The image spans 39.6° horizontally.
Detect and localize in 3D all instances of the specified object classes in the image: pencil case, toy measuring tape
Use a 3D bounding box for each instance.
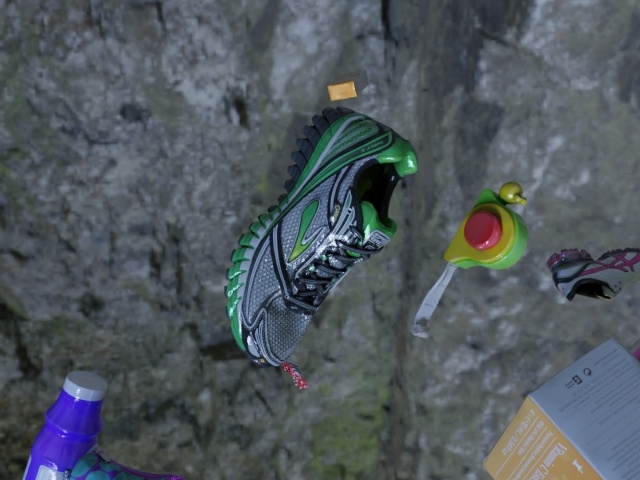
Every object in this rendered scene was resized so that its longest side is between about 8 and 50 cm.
[{"bbox_3d":[-0.221,0.287,1.024,0.064,0.152,0.070,1,-85,-59],"label":"pencil case"},{"bbox_3d":[0.280,0.048,1.586,0.330,0.121,0.121,-62,14,7],"label":"toy measuring tape"}]

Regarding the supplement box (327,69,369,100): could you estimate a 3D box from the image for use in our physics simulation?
[{"bbox_3d":[0.061,-0.339,1.940,0.098,0.062,0.036,-53,-49,-59],"label":"supplement box"}]

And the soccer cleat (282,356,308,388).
[{"bbox_3d":[-0.054,0.302,2.027,0.029,0.083,0.035,-34,11,43],"label":"soccer cleat"}]

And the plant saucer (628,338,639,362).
[{"bbox_3d":[0.739,0.287,1.850,0.332,0.084,0.332,-42,21,20],"label":"plant saucer"}]

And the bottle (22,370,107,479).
[{"bbox_3d":[-0.413,0.348,1.422,0.118,0.092,0.283,-40,-30,-79],"label":"bottle"}]

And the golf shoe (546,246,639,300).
[{"bbox_3d":[0.444,0.060,1.374,0.067,0.186,0.086,105,158,-52],"label":"golf shoe"}]

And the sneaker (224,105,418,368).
[{"bbox_3d":[0.000,0.000,1.091,0.146,0.134,0.343,22,85,37],"label":"sneaker"}]

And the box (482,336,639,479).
[{"bbox_3d":[0.401,0.336,1.126,0.345,0.168,0.215,50,150,27],"label":"box"}]
